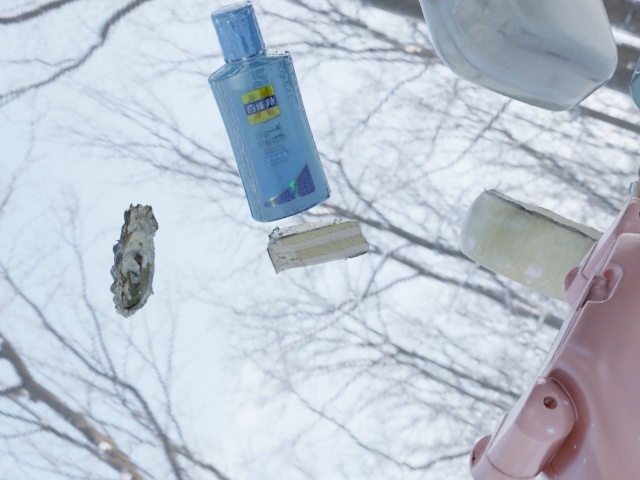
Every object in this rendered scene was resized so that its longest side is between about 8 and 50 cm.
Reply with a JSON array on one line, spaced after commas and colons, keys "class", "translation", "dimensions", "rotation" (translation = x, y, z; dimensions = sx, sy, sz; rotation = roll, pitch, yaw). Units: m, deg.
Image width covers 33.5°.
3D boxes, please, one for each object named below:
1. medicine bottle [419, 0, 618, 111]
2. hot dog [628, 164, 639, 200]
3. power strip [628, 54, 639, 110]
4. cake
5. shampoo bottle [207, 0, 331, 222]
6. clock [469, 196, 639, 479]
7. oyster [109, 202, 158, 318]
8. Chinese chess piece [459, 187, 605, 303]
[{"class": "medicine bottle", "translation": [0.210, -0.339, 1.261], "dimensions": [0.282, 0.375, 0.123], "rotation": [12, -36, -40]}, {"class": "hot dog", "translation": [0.536, -0.069, 1.634], "dimensions": [0.194, 0.107, 0.326], "rotation": [-38, -18, -2]}, {"class": "power strip", "translation": [0.322, -0.160, 0.808], "dimensions": [0.044, 0.216, 0.137], "rotation": [37, -107, -23]}, {"class": "cake", "translation": [0.000, 0.000, 1.299], "dimensions": [0.065, 0.121, 0.052], "rotation": [-55, -49, -71]}, {"class": "shampoo bottle", "translation": [-0.069, -0.153, 1.257], "dimensions": [0.103, 0.061, 0.259], "rotation": [-20, -66, -6]}, {"class": "clock", "translation": [0.256, 0.114, 0.697], "dimensions": [0.227, 0.241, 0.142], "rotation": [-53, -10, -32]}, {"class": "oyster", "translation": [-0.280, 0.032, 1.568], "dimensions": [0.105, 0.056, 0.177], "rotation": [-58, -27, -61]}, {"class": "Chinese chess piece", "translation": [0.328, 0.013, 1.536], "dimensions": [0.257, 0.257, 0.104], "rotation": [9, -75, -59]}]
